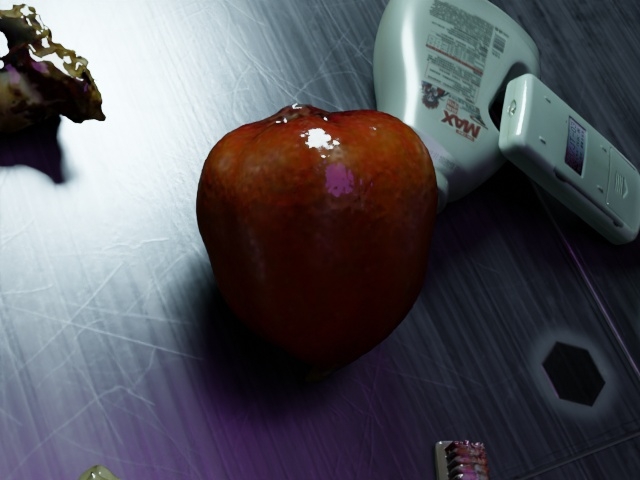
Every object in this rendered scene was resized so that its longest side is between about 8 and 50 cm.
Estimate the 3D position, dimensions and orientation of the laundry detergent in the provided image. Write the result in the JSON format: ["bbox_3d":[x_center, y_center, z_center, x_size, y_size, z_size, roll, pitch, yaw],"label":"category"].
[{"bbox_3d":[0.180,-0.173,1.512,0.264,0.125,0.398,27,54,-15],"label":"laundry detergent"}]

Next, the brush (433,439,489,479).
[{"bbox_3d":[0.178,0.379,1.216,0.060,0.050,0.321,11,57,-22],"label":"brush"}]

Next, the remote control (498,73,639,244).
[{"bbox_3d":[0.366,-0.112,1.539,0.296,0.056,0.140,33,56,-31],"label":"remote control"}]

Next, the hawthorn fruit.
[{"bbox_3d":[-0.002,-0.015,1.234,0.295,0.295,0.311,3,57,-22],"label":"hawthorn fruit"}]

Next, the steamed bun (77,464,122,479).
[{"bbox_3d":[-0.099,0.423,0.986,0.428,0.247,0.189,36,96,-7],"label":"steamed bun"}]

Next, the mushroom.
[{"bbox_3d":[-0.484,-0.197,1.196,0.334,0.356,0.331,-40,82,1],"label":"mushroom"}]
